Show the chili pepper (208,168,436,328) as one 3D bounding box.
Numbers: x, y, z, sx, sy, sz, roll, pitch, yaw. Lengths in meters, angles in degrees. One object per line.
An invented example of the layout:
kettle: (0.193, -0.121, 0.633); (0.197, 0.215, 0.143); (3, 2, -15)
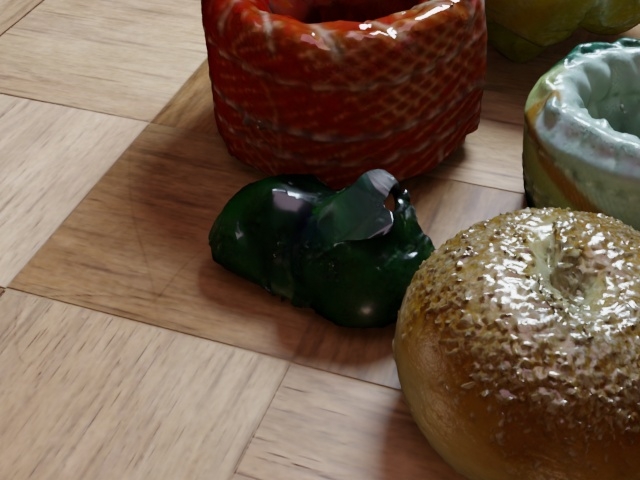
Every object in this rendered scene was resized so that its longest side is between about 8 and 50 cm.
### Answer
chili pepper: (0.002, -0.004, 0.995); (0.264, 0.116, 0.148); (26, 51, 30)

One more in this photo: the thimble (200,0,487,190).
thimble: (0.030, -0.228, 1.166); (0.350, 0.230, 0.350); (-2, 42, 2)

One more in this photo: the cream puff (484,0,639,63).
cream puff: (0.315, -0.396, 1.318); (0.378, 0.275, 0.378); (-6, 59, 10)

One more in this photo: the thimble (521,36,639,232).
thimble: (0.361, -0.092, 1.042); (0.254, 0.167, 0.288); (-31, 48, -27)

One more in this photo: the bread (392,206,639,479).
bread: (0.209, 0.084, 0.841); (0.305, 0.159, 0.305); (2, 44, -2)
